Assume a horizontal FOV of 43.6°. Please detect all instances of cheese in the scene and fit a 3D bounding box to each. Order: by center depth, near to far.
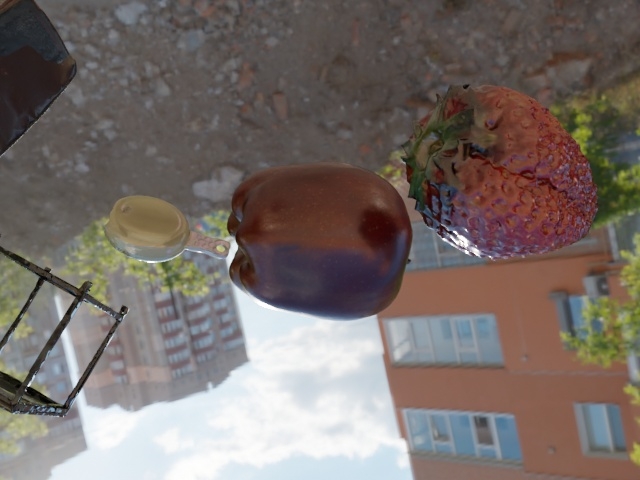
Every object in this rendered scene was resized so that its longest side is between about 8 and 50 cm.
[{"bbox_3d":[-0.278,-0.011,1.477,0.227,0.137,0.064,17,136,-8],"label":"cheese"}]

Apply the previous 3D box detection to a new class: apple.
[{"bbox_3d":[0.000,0.000,1.389,0.317,0.288,0.288,1,-178,-11],"label":"apple"}]

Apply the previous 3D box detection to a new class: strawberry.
[{"bbox_3d":[0.274,-0.090,1.190,0.288,0.250,0.238,13,175,-16],"label":"strawberry"}]

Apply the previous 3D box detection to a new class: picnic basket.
[{"bbox_3d":[-0.470,-0.227,1.104,0.129,0.222,0.297,-2,-137,31],"label":"picnic basket"}]

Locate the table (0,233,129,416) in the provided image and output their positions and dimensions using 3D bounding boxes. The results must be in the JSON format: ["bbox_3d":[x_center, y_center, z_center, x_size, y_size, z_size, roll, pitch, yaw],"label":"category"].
[{"bbox_3d":[-0.583,0.182,1.618,0.222,0.272,0.335,27,167,5],"label":"table"}]
